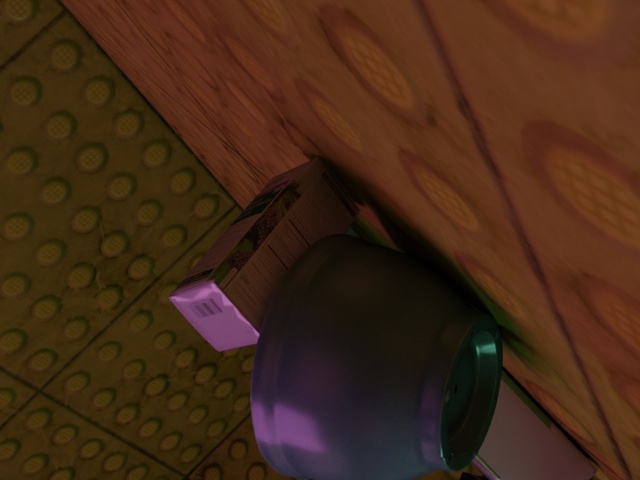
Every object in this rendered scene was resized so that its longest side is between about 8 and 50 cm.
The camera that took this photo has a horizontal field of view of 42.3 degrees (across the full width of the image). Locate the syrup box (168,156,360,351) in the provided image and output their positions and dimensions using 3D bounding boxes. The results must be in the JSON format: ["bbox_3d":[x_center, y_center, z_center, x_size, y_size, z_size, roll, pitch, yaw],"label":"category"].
[{"bbox_3d":[-0.059,0.013,0.973,0.093,0.237,0.096,-18,117,46],"label":"syrup box"}]

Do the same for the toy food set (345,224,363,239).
[{"bbox_3d":[0.026,0.115,1.148,0.093,0.306,0.219,-9,144,25],"label":"toy food set"}]

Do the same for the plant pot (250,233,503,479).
[{"bbox_3d":[0.087,0.150,0.938,0.196,0.293,0.293,10,155,31],"label":"plant pot"}]

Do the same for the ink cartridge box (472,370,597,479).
[{"bbox_3d":[0.262,0.286,1.250,0.198,0.115,0.273,46,175,-1],"label":"ink cartridge box"}]

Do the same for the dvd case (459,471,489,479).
[{"bbox_3d":[0.374,0.438,1.340,0.253,0.022,0.180,21,176,-23],"label":"dvd case"}]
